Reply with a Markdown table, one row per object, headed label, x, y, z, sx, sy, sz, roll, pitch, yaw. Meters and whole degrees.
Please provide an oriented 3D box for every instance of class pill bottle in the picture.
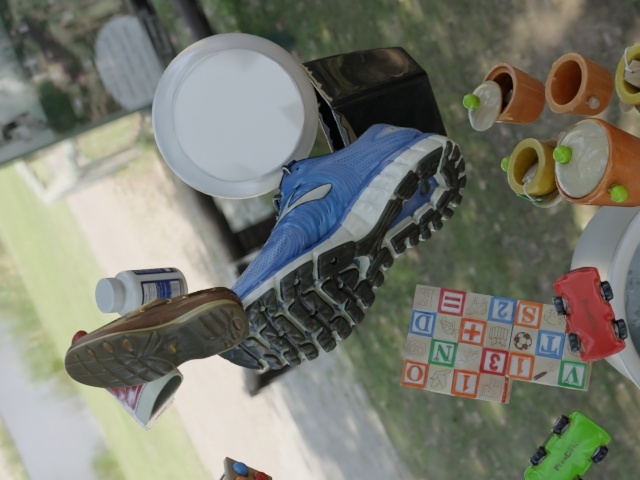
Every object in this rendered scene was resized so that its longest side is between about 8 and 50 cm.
| label | x | y | z | sx | sy | sz | roll | pitch | yaw |
| --- | --- | --- | --- | --- | --- | --- | --- | --- | --- |
| pill bottle | -0.102 | -0.145 | 1.544 | 0.334 | 0.188 | 0.188 | -141 | 29 | -83 |
| pill bottle | -0.250 | 0.073 | 1.847 | 0.067 | 0.120 | 0.067 | 5 | 96 | 49 |

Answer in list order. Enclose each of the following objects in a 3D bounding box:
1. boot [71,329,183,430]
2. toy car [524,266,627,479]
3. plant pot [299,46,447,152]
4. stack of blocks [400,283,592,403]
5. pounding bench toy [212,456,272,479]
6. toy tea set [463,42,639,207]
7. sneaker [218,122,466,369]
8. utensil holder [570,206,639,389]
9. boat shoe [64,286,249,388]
| label | x | y | z | sx | sy | sz | roll | pitch | yaw |
| --- | --- | --- | --- | --- | --- | --- | --- | --- | --- |
| boot | -0.292 | 0.186 | 1.919 | 0.176 | 0.088 | 0.244 | 41 | 160 | 2 |
| toy car | 0.296 | 0.175 | 1.395 | 0.239 | 0.225 | 0.053 | 38 | -175 | 5 |
| plant pot | 0.092 | -0.205 | 2.105 | 0.188 | 0.167 | 0.187 | 67 | 175 | -32 |
| stack of blocks | 0.295 | 0.180 | 2.174 | 0.087 | 0.297 | 0.171 | 27 | -109 | -74 |
| pounding bench toy | -0.074 | 0.249 | 1.211 | 0.052 | 0.065 | 0.083 | 28 | -162 | -20 |
| toy tea set | 0.267 | -0.136 | 1.530 | 0.336 | 0.124 | 0.200 | 2 | 82 | 60 |
| sneaker | 0.000 | 0.000 | 1.390 | 0.147 | 0.330 | 0.130 | 31 | 157 | 43 |
| utensil holder | 0.502 | 0.061 | 1.721 | 0.385 | 0.328 | 0.327 | -62 | -52 | -87 |
| boat shoe | -0.157 | 0.090 | 1.264 | 0.060 | 0.178 | 0.064 | -111 | 4 | -57 |
